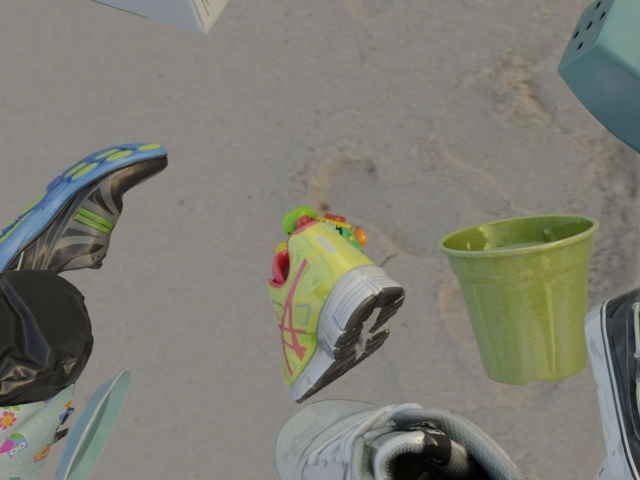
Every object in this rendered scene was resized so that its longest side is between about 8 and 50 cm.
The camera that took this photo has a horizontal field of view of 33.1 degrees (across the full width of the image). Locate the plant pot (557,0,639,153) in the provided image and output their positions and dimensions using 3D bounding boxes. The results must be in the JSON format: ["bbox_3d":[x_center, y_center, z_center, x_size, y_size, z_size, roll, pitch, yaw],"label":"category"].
[{"bbox_3d":[0.443,-0.220,1.396,0.166,0.234,0.165,-63,10,-17],"label":"plant pot"}]

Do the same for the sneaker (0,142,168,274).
[{"bbox_3d":[-0.205,-0.017,0.930,0.188,0.078,0.067,-44,26,-15],"label":"sneaker"}]

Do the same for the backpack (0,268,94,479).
[{"bbox_3d":[-0.230,0.105,0.664,0.182,0.152,0.115,-57,40,36],"label":"backpack"}]

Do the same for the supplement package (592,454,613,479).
[{"bbox_3d":[0.442,0.415,1.272,0.293,0.177,0.175,23,111,0],"label":"supplement package"}]

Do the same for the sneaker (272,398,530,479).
[{"bbox_3d":[0.046,0.124,0.537,0.118,0.110,0.292,59,164,-21],"label":"sneaker"}]

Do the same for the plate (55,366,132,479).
[{"bbox_3d":[-0.280,0.235,1.304,0.024,0.188,0.188,25,107,2],"label":"plate"}]

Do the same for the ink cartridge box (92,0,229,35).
[{"bbox_3d":[-0.140,-0.335,1.117,0.154,0.093,0.212,21,66,22],"label":"ink cartridge box"}]

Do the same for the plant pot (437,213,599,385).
[{"bbox_3d":[0.360,0.106,1.883,0.276,0.276,0.254,-3,103,35],"label":"plant pot"}]

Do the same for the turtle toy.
[{"bbox_3d":[0.000,0.000,1.215,0.130,0.095,0.066,19,97,50],"label":"turtle toy"}]

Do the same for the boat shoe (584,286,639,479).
[{"bbox_3d":[0.271,0.141,0.860,0.070,0.077,0.219,-36,57,44],"label":"boat shoe"}]

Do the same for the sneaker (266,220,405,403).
[{"bbox_3d":[-0.001,0.050,0.804,0.094,0.081,0.208,50,153,14],"label":"sneaker"}]
